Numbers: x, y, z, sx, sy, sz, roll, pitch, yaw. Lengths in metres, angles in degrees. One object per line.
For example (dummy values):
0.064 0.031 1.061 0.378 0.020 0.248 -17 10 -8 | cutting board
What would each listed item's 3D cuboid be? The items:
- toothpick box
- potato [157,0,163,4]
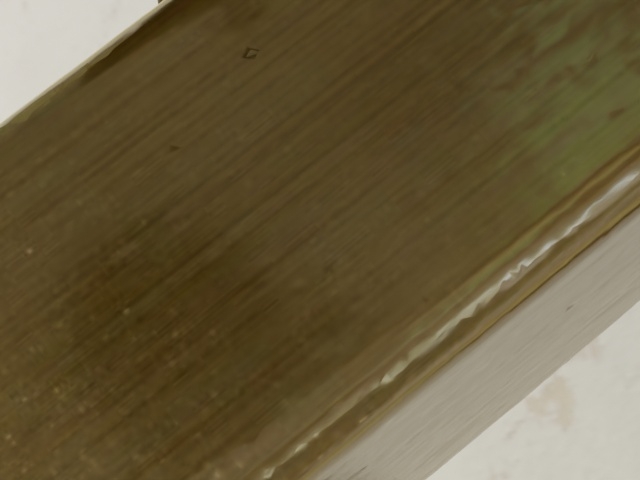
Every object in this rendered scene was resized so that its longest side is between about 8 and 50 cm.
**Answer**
0.000 0.000 0.584 0.187 0.308 0.190 48 -13 17 | toothpick box
-0.006 -0.190 1.234 0.203 0.158 0.178 26 -78 40 | potato
